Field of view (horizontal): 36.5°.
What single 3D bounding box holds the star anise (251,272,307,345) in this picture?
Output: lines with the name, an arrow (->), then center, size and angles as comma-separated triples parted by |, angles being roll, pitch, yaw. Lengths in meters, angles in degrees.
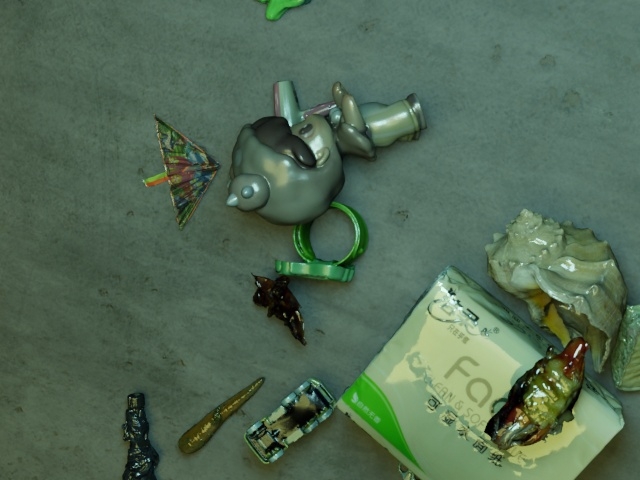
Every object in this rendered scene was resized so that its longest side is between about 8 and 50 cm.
star anise -> -0.070, 0.127, 1.871 | 0.053, 0.212, 0.157 | -40, 107, -22

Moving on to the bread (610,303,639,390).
bread -> 0.573, 0.166, 1.663 | 0.172, 0.064, 0.232 | 30, 120, -31

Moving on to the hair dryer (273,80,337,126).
hair dryer -> -0.012, -0.253, 1.835 | 0.154, 0.054, 0.106 | -4, 94, 9

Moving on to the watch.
watch -> 0.000, 0.000, 1.832 | 0.165, 0.131, 0.152 | 8, 91, 18

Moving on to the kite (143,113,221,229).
kite -> -0.283, -0.147, 1.958 | 0.183, 0.014, 0.241 | -15, 94, 23

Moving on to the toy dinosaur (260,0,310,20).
toy dinosaur -> 0.004, -0.668, 1.705 | 0.500, 0.144, 0.374 | -29, 94, 26

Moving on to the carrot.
carrot -> -0.205, 0.362, 2.007 | 0.254, 0.049, 0.049 | -43, 84, 16

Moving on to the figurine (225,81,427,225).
figurine -> 0.004, -0.156, 1.739 | 0.380, 0.248, 0.203 | -24, 111, 2

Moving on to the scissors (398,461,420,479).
scissors -> 0.165, 0.487, 1.913 | 0.058, 0.014, 0.119 | 27, 104, 17

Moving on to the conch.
conch -> 0.428, 0.077, 1.647 | 0.186, 0.263, 0.324 | -43, 115, 8

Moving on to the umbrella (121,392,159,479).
umbrella -> -0.386, 0.437, 2.068 | 0.080, 0.071, 0.224 | -2, 94, -9

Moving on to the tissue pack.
tissue pack -> 0.281, 0.295, 1.739 | 0.405, 0.205, 0.332 | 39, 104, 8

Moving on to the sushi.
sushi -> 0.366, 0.255, 1.563 | 0.097, 0.103, 0.226 | 42, 99, 34

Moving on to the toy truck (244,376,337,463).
toy truck -> -0.052, 0.347, 1.912 | 0.191, 0.116, 0.085 | -42, 85, 11
